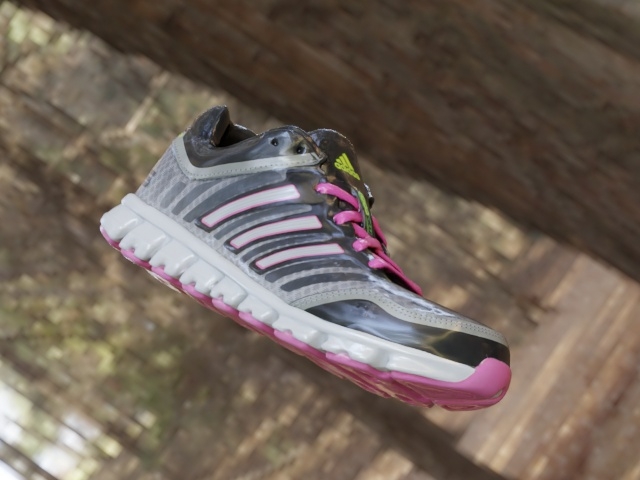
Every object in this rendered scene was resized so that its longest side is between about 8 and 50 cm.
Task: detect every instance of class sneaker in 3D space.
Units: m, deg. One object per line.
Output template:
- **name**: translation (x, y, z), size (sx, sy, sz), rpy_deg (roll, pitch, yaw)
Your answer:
- **sneaker**: translation (0.000, 0.000, 0.589), size (0.063, 0.170, 0.074), rpy_deg (36, -98, -51)
